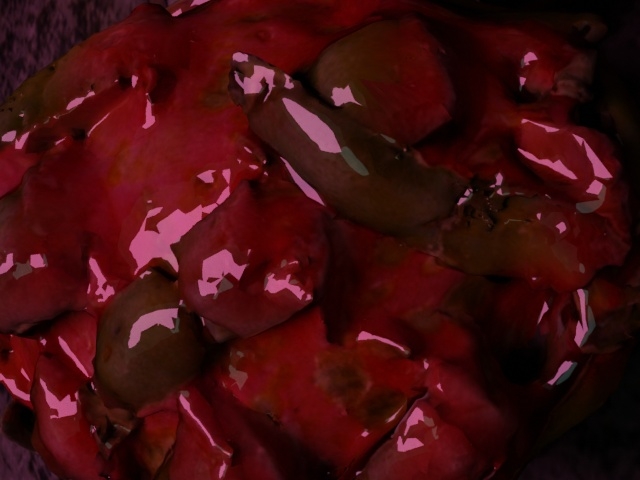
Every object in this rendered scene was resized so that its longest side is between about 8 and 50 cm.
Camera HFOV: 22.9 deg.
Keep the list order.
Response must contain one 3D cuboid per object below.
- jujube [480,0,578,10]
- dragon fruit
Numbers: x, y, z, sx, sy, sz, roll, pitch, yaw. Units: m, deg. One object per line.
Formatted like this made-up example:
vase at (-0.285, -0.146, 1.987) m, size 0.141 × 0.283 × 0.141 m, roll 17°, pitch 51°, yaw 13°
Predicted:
jujube at (0.100, -0.126, 0.598) m, size 0.129 × 0.077 × 0.077 m, roll 2°, pitch 94°, yaw 53°
dragon fruit at (-0.004, 0.008, 0.610) m, size 0.303 × 0.237 × 0.231 m, roll -8°, pitch 123°, yaw 35°
